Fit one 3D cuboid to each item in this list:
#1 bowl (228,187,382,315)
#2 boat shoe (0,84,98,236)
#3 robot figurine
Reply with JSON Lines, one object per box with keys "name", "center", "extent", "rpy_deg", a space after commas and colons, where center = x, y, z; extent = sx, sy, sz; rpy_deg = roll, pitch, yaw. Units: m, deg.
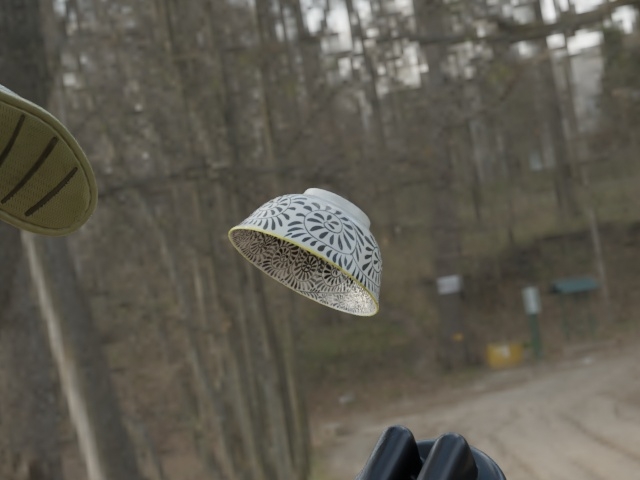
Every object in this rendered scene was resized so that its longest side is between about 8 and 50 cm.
{"name": "bowl", "center": [0.000, 0.000, 1.574], "extent": [0.170, 0.080, 0.170], "rpy_deg": [26, -17, 8]}
{"name": "boat shoe", "center": [-0.334, -0.115, 1.475], "extent": [0.302, 0.113, 0.103], "rpy_deg": [40, 0, -37]}
{"name": "robot figurine", "center": [0.115, 0.310, 1.525], "extent": [0.173, 0.278, 0.209], "rpy_deg": [-28, 38, -12]}
